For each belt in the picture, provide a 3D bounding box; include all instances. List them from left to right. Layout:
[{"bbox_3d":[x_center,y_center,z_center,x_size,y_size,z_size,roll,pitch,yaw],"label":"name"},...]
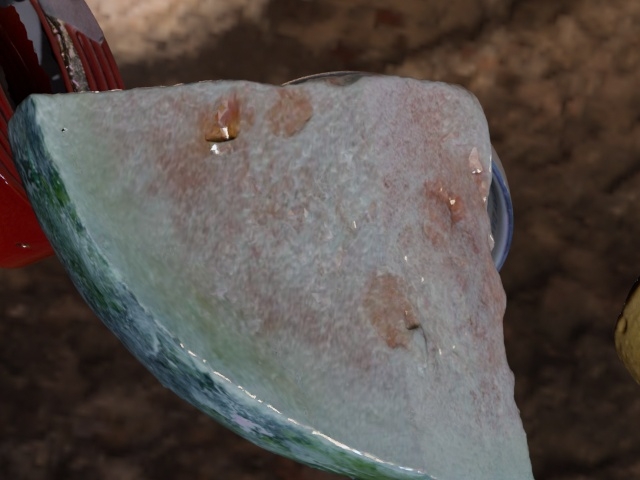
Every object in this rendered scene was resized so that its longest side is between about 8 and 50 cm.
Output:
[{"bbox_3d":[-0.288,-0.139,1.558,0.115,0.324,0.227,-22,-176,32],"label":"belt"}]

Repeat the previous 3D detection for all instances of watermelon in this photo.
[{"bbox_3d":[0.000,0.000,1.085,0.387,0.258,0.228,39,175,-10],"label":"watermelon"}]

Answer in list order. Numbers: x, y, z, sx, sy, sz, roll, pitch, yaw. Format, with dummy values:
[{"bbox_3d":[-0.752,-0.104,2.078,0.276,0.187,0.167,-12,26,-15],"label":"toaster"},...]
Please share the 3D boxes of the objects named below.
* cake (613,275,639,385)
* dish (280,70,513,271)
[{"bbox_3d":[0.403,0.093,1.684,0.178,0.207,0.185,38,169,34],"label":"cake"},{"bbox_3d":[0.034,-0.057,1.567,0.273,0.273,0.134,10,-141,-3],"label":"dish"}]
